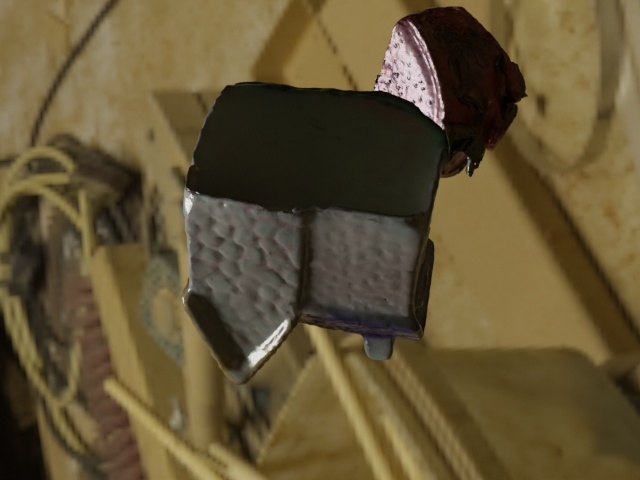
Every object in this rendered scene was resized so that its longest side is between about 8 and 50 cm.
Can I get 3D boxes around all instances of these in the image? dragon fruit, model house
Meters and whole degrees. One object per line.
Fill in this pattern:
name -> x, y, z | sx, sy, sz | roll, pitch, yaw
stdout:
dragon fruit -> 0.093, -0.087, 1.126 | 0.096, 0.102, 0.147 | 38, 139, 25
model house -> 0.000, 0.000, 0.658 | 0.087, 0.101, 0.100 | -74, -12, -50
